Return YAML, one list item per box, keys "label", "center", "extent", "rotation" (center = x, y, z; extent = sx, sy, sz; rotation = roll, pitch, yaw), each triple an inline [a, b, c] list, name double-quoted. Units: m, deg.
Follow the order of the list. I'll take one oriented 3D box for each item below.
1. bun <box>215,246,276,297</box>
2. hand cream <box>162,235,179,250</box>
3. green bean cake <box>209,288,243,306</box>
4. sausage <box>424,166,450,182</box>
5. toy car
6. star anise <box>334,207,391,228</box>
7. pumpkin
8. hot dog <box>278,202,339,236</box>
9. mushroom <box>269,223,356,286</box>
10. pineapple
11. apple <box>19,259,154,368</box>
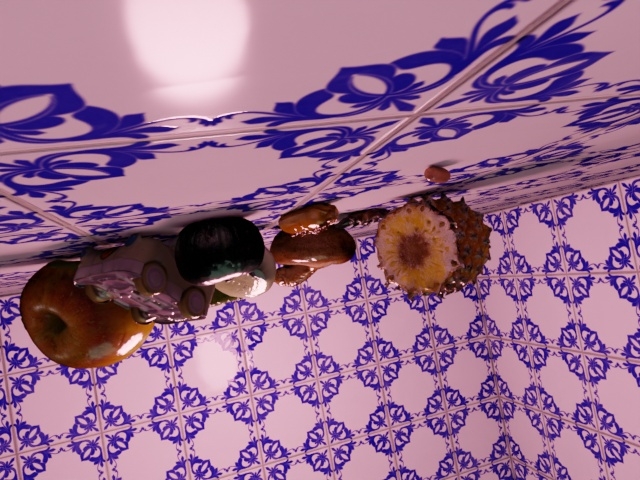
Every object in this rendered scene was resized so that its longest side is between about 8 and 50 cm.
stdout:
- label: "bun"
  center: [-0.280, 0.068, 1.655]
  extent: [0.283, 0.179, 0.283]
  rotation: [9, 142, 7]
- label: "hand cream"
  center: [-0.457, 0.012, 1.469]
  extent: [0.174, 0.047, 0.076]
  rotation: [-24, 169, 33]
- label: "green bean cake"
  center: [-0.429, 0.131, 1.797]
  extent: [0.156, 0.247, 0.249]
  rotation: [-14, 177, 40]
- label: "sausage"
  center: [0.246, -0.138, 0.994]
  extent: [0.034, 0.034, 0.083]
  rotation: [-12, 175, 35]
- label: "toy car"
  center: [-0.469, 0.090, 1.330]
  extent: [0.242, 0.227, 0.336]
  rotation: [-11, 144, 27]
- label: "star anise"
  center: [0.149, -0.077, 1.684]
  extent: [0.212, 0.054, 0.157]
  rotation: [-12, 177, -6]
- label: "pumpkin"
  center: [-0.257, 0.027, 1.213]
  extent: [0.232, 0.163, 0.233]
  rotation: [-11, 179, 0]
- label: "hot dog"
  center: [-0.034, -0.051, 1.315]
  extent: [0.102, 0.076, 0.249]
  rotation: [-4, 175, -35]
- label: "mushroom"
  center: [-0.028, 0.028, 1.785]
  extent: [0.344, 0.239, 0.345]
  rotation: [-16, -163, 5]
- label: "pineapple"
  center: [0.364, 0.019, 1.509]
  extent: [0.352, 0.353, 0.300]
  rotation: [-12, 173, 39]
- label: "apple"
  center: [-0.710, 0.205, 1.490]
  extent: [0.384, 0.374, 0.374]
  rotation: [34, -173, 11]
